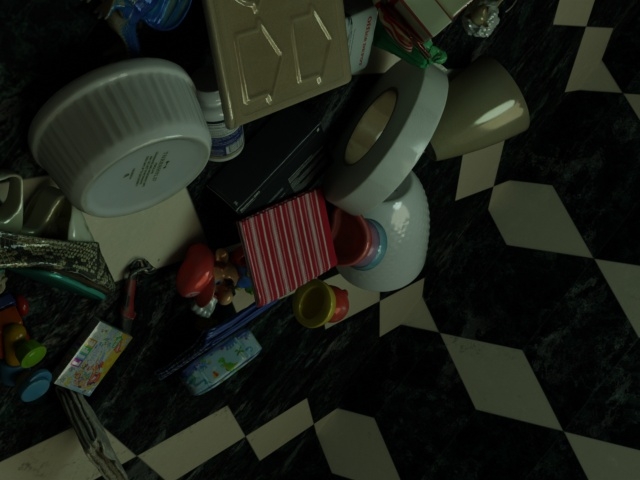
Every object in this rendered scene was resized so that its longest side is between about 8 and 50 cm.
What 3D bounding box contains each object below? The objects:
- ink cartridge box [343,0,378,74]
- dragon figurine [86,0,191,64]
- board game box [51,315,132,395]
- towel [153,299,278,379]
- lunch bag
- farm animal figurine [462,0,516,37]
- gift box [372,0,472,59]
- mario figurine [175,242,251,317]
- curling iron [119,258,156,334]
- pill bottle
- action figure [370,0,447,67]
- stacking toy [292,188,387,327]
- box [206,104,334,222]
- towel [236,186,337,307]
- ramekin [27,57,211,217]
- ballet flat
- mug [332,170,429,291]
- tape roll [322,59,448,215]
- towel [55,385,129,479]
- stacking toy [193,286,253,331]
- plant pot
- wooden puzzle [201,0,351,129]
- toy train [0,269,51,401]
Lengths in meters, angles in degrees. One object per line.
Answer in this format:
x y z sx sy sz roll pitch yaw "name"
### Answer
0.008 -0.394 1.450 0.208 0.087 0.153 -33 150 -34 "ink cartridge box"
-0.244 -0.359 1.040 0.289 0.085 0.144 -51 159 10 "dragon figurine"
-0.480 0.244 1.518 0.154 0.026 0.103 -55 142 -6 "board game box"
-0.260 0.233 1.786 0.243 0.040 0.336 -32 177 -40 "towel"
-0.268 0.321 1.914 0.219 0.090 0.176 -35 178 -15 "lunch bag"
0.284 -0.583 1.526 0.172 0.330 0.327 -49 -175 -13 "farm animal figurine"
0.194 -0.499 1.330 0.258 0.255 0.276 -41 -177 6 "gift box"
-0.181 0.093 1.648 0.321 0.170 0.198 -9 113 -45 "mario figurine"
-0.403 0.146 1.554 0.068 0.035 0.274 -25 145 -46 "curling iron"
-0.191 -0.231 1.317 0.094 0.094 0.169 -40 154 -25 "pill bottle"
0.166 -0.426 1.509 0.063 0.232 0.137 -41 156 -23 "action figure"
0.015 0.038 1.825 0.130 0.279 0.309 12 116 -53 "stacking toy"
-0.103 -0.149 1.589 0.261 0.103 0.184 -47 160 -9 "box"
-0.067 0.008 1.596 0.275 0.031 0.198 -27 110 -45 "towel"
-0.293 -0.144 1.110 0.273 0.127 0.273 -28 165 -8 "ramekin"
-0.467 -0.012 1.092 0.483 0.164 0.182 19 82 -64 "ballet flat"
0.176 -0.097 2.020 0.328 0.276 0.374 86 17 -54 "mug"
0.140 -0.241 1.639 0.392 0.072 0.392 -51 -160 27 "tape roll"
-0.502 0.437 1.610 0.049 0.187 0.282 -27 150 -18 "towel"
-0.233 0.118 1.814 0.221 0.052 0.167 -42 157 -26 "stacking toy"
0.417 -0.354 2.102 0.274 0.256 0.256 -33 155 -3 "plant pot"
-0.082 -0.386 1.203 0.348 0.081 0.322 -34 126 -43 "wooden puzzle"
-0.518 0.154 1.219 0.105 0.143 0.248 -29 149 -42 "toy train"
